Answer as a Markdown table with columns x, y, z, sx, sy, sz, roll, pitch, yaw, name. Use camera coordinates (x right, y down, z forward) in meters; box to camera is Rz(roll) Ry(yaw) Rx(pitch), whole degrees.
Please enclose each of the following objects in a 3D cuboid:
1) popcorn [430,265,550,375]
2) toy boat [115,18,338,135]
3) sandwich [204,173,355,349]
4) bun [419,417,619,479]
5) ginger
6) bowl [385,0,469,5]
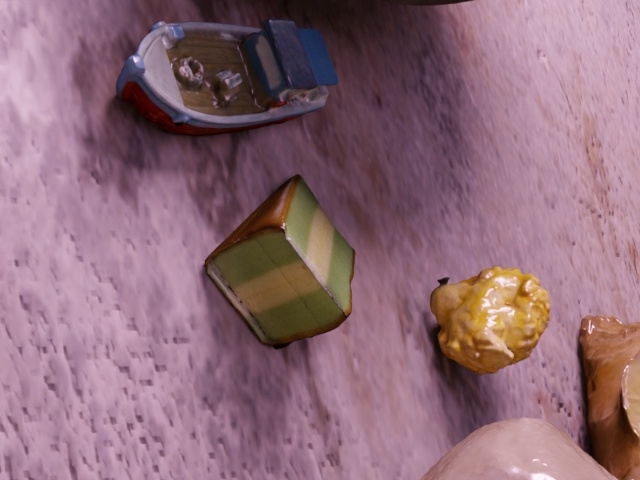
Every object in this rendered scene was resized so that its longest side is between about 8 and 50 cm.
| x | y | z | sx | sy | sz | roll | pitch | yaw | name |
| --- | --- | --- | --- | --- | --- | --- | --- | --- | --- |
| 0.118 | 0.062 | 0.792 | 0.084 | 0.084 | 0.084 | 21 | 57 | -35 | popcorn |
| -0.055 | -0.104 | 0.711 | 0.173 | 0.059 | 0.069 | -9 | 77 | -45 | toy boat |
| 0.000 | 0.000 | 0.700 | 0.074 | 0.074 | 0.116 | 53 | 44 | -11 | sandwich |
| 0.120 | 0.233 | 0.588 | 0.205 | 0.281 | 0.281 | -42 | 103 | -11 | bun |
| 0.256 | 0.155 | 0.823 | 0.270 | 0.123 | 0.219 | -86 | 162 | -49 | ginger |
| 0.032 | -0.307 | 0.803 | 0.354 | 0.185 | 0.354 | 21 | 56 | -35 | bowl |
